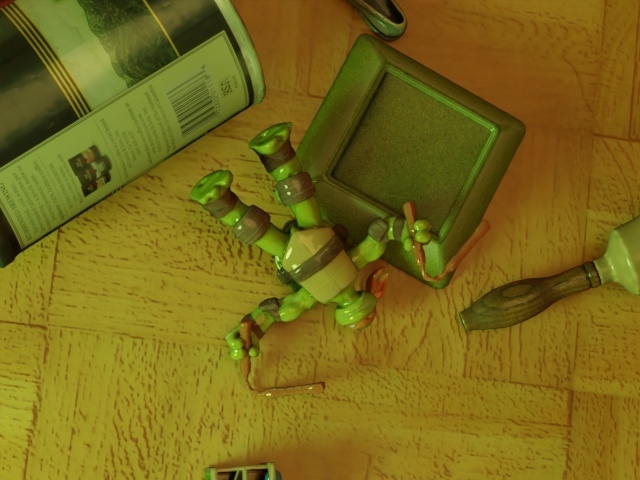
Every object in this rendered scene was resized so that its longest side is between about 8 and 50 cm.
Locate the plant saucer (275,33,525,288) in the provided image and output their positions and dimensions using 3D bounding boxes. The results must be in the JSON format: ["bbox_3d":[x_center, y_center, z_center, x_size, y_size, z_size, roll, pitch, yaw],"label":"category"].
[{"bbox_3d":[0.082,-0.079,1.565,0.188,0.045,0.188,29,78,-5],"label":"plant saucer"}]

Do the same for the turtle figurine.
[{"bbox_3d":[0.000,0.000,1.510,0.269,0.087,0.217,-35,107,7],"label":"turtle figurine"}]

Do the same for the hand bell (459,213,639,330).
[{"bbox_3d":[0.247,0.037,1.565,0.242,0.126,0.126,-21,86,0],"label":"hand bell"}]

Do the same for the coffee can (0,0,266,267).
[{"bbox_3d":[-0.215,-0.133,1.440,0.275,0.201,0.201,-34,89,-14],"label":"coffee can"}]

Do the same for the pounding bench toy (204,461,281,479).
[{"bbox_3d":[-0.066,0.243,1.489,0.065,0.052,0.083,-3,83,-11],"label":"pounding bench toy"}]

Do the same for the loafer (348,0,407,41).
[{"bbox_3d":[0.038,-0.244,1.583,0.125,0.039,0.045,45,78,-2],"label":"loafer"}]
